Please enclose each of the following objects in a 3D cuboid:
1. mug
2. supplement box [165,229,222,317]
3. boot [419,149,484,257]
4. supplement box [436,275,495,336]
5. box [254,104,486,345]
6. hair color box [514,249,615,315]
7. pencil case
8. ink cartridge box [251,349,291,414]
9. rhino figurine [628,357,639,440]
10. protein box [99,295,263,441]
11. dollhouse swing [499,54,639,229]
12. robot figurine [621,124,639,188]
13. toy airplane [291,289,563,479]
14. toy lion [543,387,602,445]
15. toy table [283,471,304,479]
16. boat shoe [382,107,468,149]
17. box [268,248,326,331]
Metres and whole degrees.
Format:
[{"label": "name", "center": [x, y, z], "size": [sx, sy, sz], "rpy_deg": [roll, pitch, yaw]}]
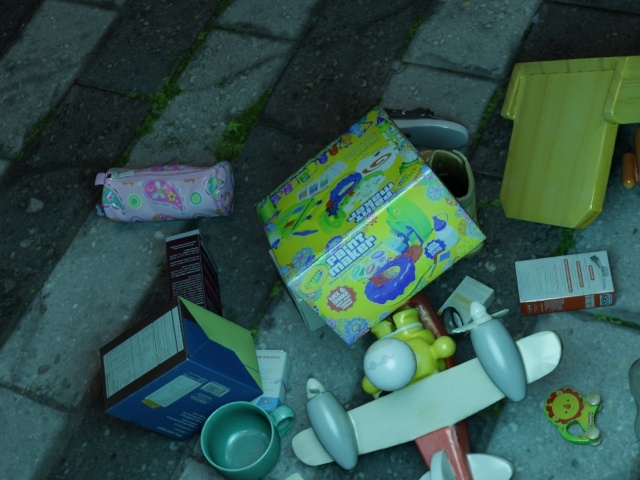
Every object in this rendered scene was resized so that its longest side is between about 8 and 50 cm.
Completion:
[{"label": "mug", "center": [-0.122, 0.359, 1.891], "size": [0.158, 0.097, 0.129], "rpy_deg": [-1, 59, 11]}, {"label": "supplement box", "center": [-0.239, 0.114, 2.076], "size": [0.073, 0.130, 0.239], "rpy_deg": [-15, 52, 4]}, {"label": "boot", "center": [0.234, -0.119, 2.066], "size": [0.095, 0.203, 0.261], "rpy_deg": [-19, 54, 1]}, {"label": "supplement box", "center": [0.269, 0.121, 1.993], "size": [0.062, 0.036, 0.098], "rpy_deg": [31, 68, 31]}, {"label": "box", "center": [0.073, -0.032, 1.816], "size": [0.290, 0.177, 0.279], "rpy_deg": [-39, 31, 8]}, {"label": "hair color box", "center": [0.445, 0.078, 1.967], "size": [0.167, 0.053, 0.093], "rpy_deg": [-8, 53, 11]}, {"label": "pencil case", "center": [-0.322, -0.102, 2.258], "size": [0.284, 0.124, 0.124], "rpy_deg": [-1, 56, 13]}, {"label": "ink cartridge box", "center": [-0.108, 0.266, 1.982], "size": [0.089, 0.052, 0.122], "rpy_deg": [0, 58, 15]}, {"label": "rhino figurine", "center": [0.569, 0.293, 1.772], "size": [0.106, 0.073, 0.243], "rpy_deg": [-3, 56, 8]}, {"label": "protein box", "center": [-0.248, 0.232, 1.912], "size": [0.201, 0.200, 0.136], "rpy_deg": [-33, 49, 24]}, {"label": "dollhouse swing", "center": [0.535, -0.194, 2.027], "size": [0.315, 0.304, 0.347], "rpy_deg": [-7, 9, -23]}, {"label": "robot figurine", "center": [0.658, -0.150, 2.022], "size": [0.158, 0.128, 0.219], "rpy_deg": [8, 55, -6]}, {"label": "toy airplane", "center": [0.160, 0.256, 1.779], "size": [0.384, 0.272, 0.386], "rpy_deg": [24, 82, 39]}, {"label": "toy lion", "center": [0.428, 0.298, 1.834], "size": [0.096, 0.034, 0.100], "rpy_deg": [-4, 55, 21]}, {"label": "toy table", "center": [0.024, 0.494, 1.702], "size": [0.274, 0.160, 0.252], "rpy_deg": [34, 61, 25]}, {"label": "boat shoe", "center": [0.202, -0.243, 2.248], "size": [0.229, 0.080, 0.076], "rpy_deg": [3, 58, 26]}, {"label": "box", "center": [0.075, 0.027, 2.058], "size": [0.311, 0.121, 0.148], "rpy_deg": [-27, 53, -4]}]
